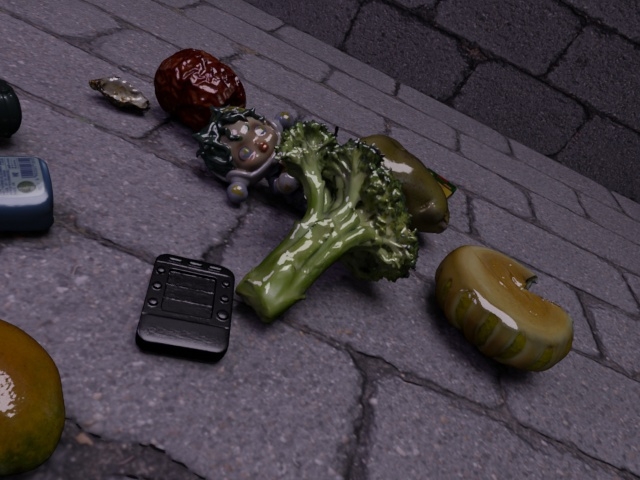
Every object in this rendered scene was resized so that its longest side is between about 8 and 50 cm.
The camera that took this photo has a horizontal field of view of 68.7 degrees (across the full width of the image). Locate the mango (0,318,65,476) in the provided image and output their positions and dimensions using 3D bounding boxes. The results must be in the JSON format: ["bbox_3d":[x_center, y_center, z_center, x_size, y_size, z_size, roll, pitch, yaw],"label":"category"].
[{"bbox_3d":[-0.392,0.171,0.542,0.221,0.120,0.151,33,37,-6],"label":"mango"}]

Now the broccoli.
[{"bbox_3d":[0.035,0.009,0.953,0.353,0.275,0.396,15,62,-9],"label":"broccoli"}]

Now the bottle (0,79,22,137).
[{"bbox_3d":[-0.714,-0.230,0.810,0.144,0.144,0.336,45,35,22],"label":"bottle"}]

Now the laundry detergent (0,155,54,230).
[{"bbox_3d":[-0.593,-0.074,0.743,0.290,0.094,0.143,-5,53,-35],"label":"laundry detergent"}]

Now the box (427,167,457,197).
[{"bbox_3d":[0.374,-0.177,1.595,0.132,0.034,0.235,38,35,13],"label":"box"}]

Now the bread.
[{"bbox_3d":[0.402,0.156,1.081,0.333,0.160,0.333,19,34,-13],"label":"bread"}]

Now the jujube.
[{"bbox_3d":[-0.316,-0.394,1.232,0.232,0.212,0.213,31,33,19],"label":"jujube"}]

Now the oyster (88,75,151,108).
[{"bbox_3d":[-0.516,-0.373,1.205,0.148,0.051,0.103,30,28,-27],"label":"oyster"}]

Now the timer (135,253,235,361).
[{"bbox_3d":[-0.223,0.112,0.795,0.144,0.055,0.187,14,41,-17],"label":"timer"}]

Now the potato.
[{"bbox_3d":[0.207,-0.145,1.281,0.351,0.218,0.202,37,62,9],"label":"potato"}]

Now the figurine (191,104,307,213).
[{"bbox_3d":[-0.123,-0.183,1.132,0.382,0.186,0.261,31,56,-7],"label":"figurine"}]
